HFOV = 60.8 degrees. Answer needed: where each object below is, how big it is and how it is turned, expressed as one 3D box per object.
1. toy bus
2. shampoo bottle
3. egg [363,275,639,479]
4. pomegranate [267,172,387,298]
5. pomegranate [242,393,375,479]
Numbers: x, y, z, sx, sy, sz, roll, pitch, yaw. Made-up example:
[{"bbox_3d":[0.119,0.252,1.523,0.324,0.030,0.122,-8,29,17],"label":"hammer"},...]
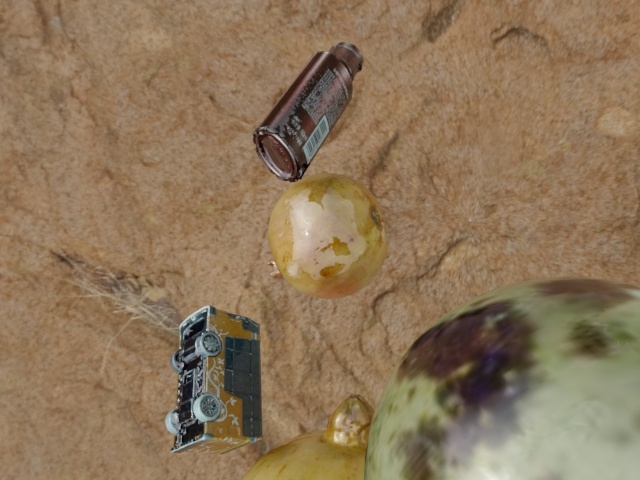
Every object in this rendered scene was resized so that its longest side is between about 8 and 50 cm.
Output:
[{"bbox_3d":[-0.213,0.290,1.136,0.138,0.167,0.275,-35,48,37],"label":"toy bus"},{"bbox_3d":[-0.011,-0.260,1.032,0.084,0.129,0.323,-1,47,37],"label":"shampoo bottle"},{"bbox_3d":[0.227,0.208,0.466,0.345,0.428,0.344,-12,68,31],"label":"egg"},{"bbox_3d":[0.000,0.000,1.118,0.270,0.229,0.252,-28,72,27],"label":"pomegranate"},{"bbox_3d":[0.038,0.443,0.833,0.410,0.410,0.409,1,92,15],"label":"pomegranate"}]
